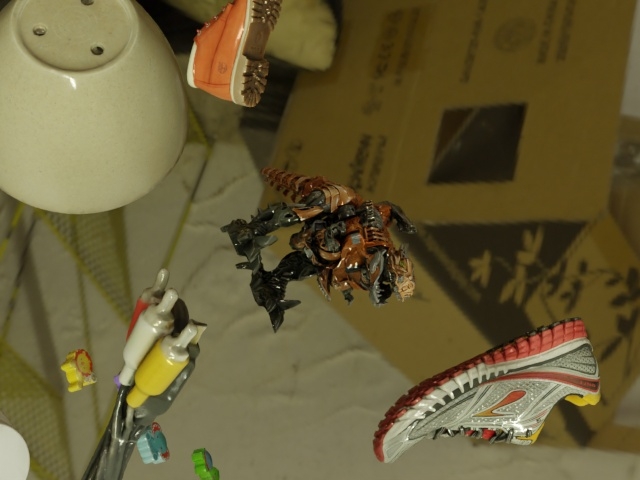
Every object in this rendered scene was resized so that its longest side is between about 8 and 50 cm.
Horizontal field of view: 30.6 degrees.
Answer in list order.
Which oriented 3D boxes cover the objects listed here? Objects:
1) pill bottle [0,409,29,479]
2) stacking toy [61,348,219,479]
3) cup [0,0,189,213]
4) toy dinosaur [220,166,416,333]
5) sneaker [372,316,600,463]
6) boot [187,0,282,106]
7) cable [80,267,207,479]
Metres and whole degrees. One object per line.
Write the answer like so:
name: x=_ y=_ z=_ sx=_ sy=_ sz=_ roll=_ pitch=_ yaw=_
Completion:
pill bottle: x=-0.518 y=0.283 z=1.632 sx=0.153 sy=0.153 sz=0.264 roll=37 pitch=164 yaw=-36
stacking toy: x=-0.231 y=0.230 z=1.521 sx=0.167 sy=0.221 sz=0.052 roll=-19 pitch=178 yaw=23
cup: x=-0.341 y=-0.236 z=1.642 sx=0.331 sy=0.331 sz=0.237 roll=19 pitch=152 yaw=-2
toy dinosaur: x=0.000 y=0.000 z=1.531 sx=0.164 sy=0.218 sz=0.322 roll=65 pitch=168 yaw=-20
sneaker: x=0.152 y=0.147 z=1.037 sx=0.225 sy=0.093 sz=0.088 roll=-22 pitch=174 yaw=-10
boot: x=-0.091 y=-0.223 z=1.197 sx=0.084 sy=0.158 sz=0.059 roll=16 pitch=-176 yaw=27
cable: x=-0.192 y=0.156 z=1.102 sx=0.072 sy=0.287 sz=0.139 roll=24 pitch=-162 yaw=-30
